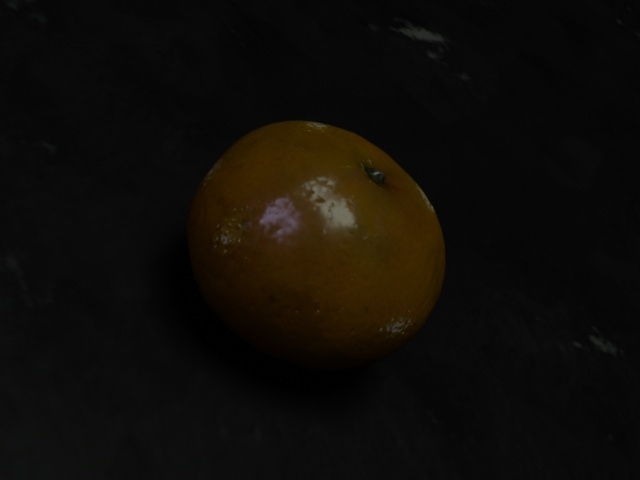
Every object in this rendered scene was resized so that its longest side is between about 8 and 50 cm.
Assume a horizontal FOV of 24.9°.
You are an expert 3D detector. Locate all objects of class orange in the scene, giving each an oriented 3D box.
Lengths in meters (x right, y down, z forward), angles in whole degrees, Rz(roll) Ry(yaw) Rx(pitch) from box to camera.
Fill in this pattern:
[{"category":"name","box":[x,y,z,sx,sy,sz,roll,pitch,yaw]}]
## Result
[{"category":"orange","box":[0.000,0.000,0.847,0.156,0.124,0.156,20,36,-16]}]
